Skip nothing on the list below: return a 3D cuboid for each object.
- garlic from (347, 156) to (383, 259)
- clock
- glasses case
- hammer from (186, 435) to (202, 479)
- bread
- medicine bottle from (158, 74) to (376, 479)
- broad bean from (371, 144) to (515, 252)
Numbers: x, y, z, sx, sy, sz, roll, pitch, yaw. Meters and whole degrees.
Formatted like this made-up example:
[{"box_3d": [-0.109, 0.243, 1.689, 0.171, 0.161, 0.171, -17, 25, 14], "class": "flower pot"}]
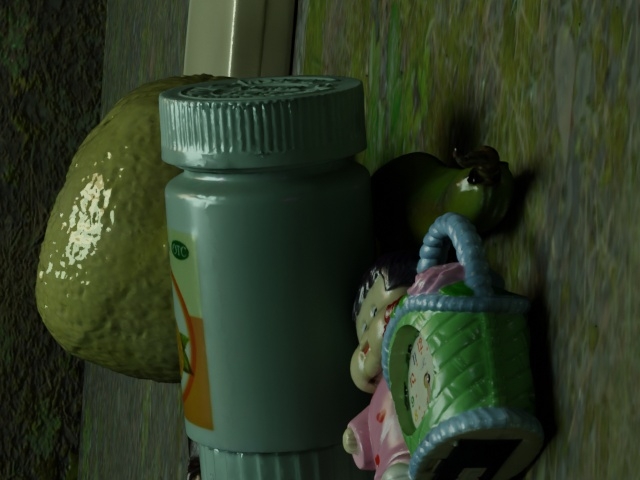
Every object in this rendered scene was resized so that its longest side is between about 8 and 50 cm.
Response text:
[{"box_3d": [0.000, 0.000, 1.638, 0.217, 0.110, 0.228, -118, 14, -57], "class": "garlic"}, {"box_3d": [0.081, 0.084, 1.318, 0.194, 0.100, 0.195, 118, 151, -50], "class": "clock"}, {"box_3d": [-0.096, -0.231, 2.200, 0.313, 0.070, 0.131, -161, 75, -76], "class": "glasses case"}, {"box_3d": [-0.102, 0.253, 1.844, 0.409, 0.095, 0.243, 84, -171, -81], "class": "hammer"}, {"box_3d": [-0.140, -0.014, 1.852, 0.320, 0.237, 0.321, 10, -90, -84], "class": "bread"}, {"box_3d": [-0.033, 0.041, 1.462, 0.158, 0.158, 0.318, -144, 49, -74], "class": "medicine bottle"}, {"box_3d": [0.087, -0.031, 1.413, 0.075, 0.067, 0.325, 64, 164, -4], "class": "broad bean"}]
